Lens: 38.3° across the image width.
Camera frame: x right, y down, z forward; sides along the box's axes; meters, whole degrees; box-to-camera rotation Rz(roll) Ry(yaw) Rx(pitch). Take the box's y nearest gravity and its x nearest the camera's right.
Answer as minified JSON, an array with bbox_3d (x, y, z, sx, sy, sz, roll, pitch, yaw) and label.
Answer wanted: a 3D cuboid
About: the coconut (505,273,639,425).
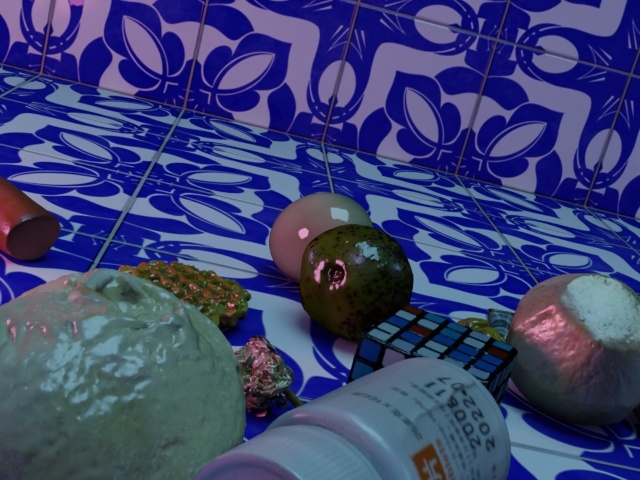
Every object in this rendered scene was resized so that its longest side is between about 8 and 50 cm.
[{"bbox_3d":[0.440,0.184,1.553,0.259,0.259,0.259,14,17,-4],"label":"coconut"}]

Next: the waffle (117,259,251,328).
[{"bbox_3d":[-0.237,0.085,1.579,0.243,0.058,0.238,14,16,1],"label":"waffle"}]

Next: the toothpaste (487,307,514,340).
[{"bbox_3d":[0.359,0.176,1.839,0.062,0.039,0.239,11,14,10],"label":"toothpaste"}]

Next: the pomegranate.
[{"bbox_3d":[0.080,0.082,1.650,0.214,0.214,0.248,28,4,36],"label":"pomegranate"}]

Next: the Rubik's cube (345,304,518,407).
[{"bbox_3d":[0.143,0.216,1.265,0.182,0.187,0.184,21,15,20],"label":"Rubik's cube"}]

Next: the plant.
[{"bbox_3d":[-0.068,0.199,1.312,0.122,0.104,0.116,33,28,-32],"label":"plant"}]

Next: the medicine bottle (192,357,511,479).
[{"bbox_3d":[0.043,0.262,0.983,0.211,0.211,0.371,24,19,28],"label":"medicine bottle"}]

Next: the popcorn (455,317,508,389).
[{"bbox_3d":[0.238,0.201,1.490,0.149,0.152,0.167,-7,28,33],"label":"popcorn"}]

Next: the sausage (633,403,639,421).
[{"bbox_3d":[0.604,0.276,1.580,0.136,0.120,0.241,15,17,-15],"label":"sausage"}]

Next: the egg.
[{"bbox_3d":[0.000,0.000,1.817,0.186,0.185,0.242,1,-11,-38],"label":"egg"}]

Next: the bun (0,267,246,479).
[{"bbox_3d":[-0.248,0.163,1.027,0.353,0.227,0.349,-5,28,-45],"label":"bun"}]

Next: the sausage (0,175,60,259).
[{"bbox_3d":[-0.577,-0.055,1.650,0.259,0.113,0.114,30,22,36],"label":"sausage"}]
